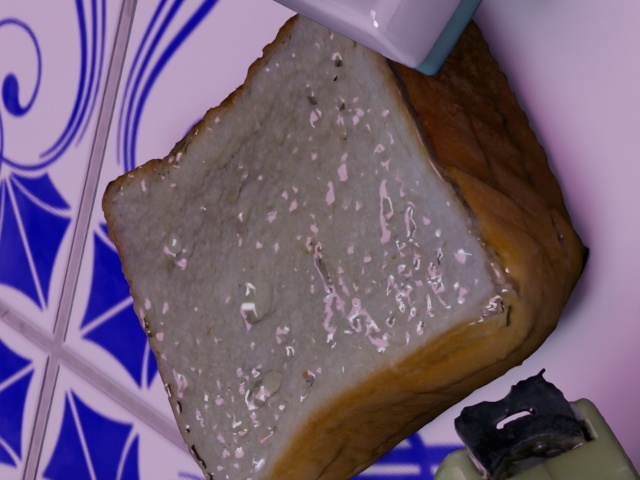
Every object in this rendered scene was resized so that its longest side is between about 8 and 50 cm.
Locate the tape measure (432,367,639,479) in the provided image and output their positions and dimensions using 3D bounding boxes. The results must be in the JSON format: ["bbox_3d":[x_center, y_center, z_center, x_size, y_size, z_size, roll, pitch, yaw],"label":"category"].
[{"bbox_3d":[0.099,0.181,0.665,0.175,0.106,0.200,61,158,27],"label":"tape measure"}]

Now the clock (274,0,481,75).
[{"bbox_3d":[0.016,-0.241,0.702,0.231,0.116,0.262,34,96,37],"label":"clock"}]

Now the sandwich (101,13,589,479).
[{"bbox_3d":[-0.001,0.000,0.798,0.251,0.087,0.226,-41,65,37],"label":"sandwich"}]
